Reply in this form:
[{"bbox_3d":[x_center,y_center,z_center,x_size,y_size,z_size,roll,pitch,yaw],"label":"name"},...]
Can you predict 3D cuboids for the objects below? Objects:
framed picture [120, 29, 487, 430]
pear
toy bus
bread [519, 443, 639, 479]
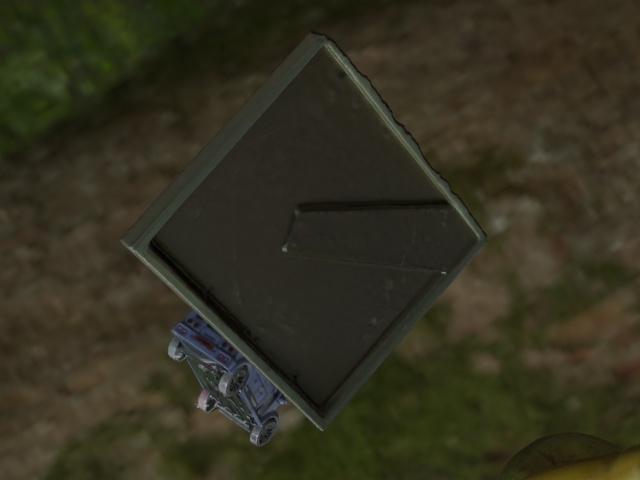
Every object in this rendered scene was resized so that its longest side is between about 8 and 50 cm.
[{"bbox_3d":[-0.001,0.000,1.347,0.018,0.192,0.265,38,172,43],"label":"framed picture"},{"bbox_3d":[0.250,0.269,1.936,0.167,0.167,0.137,49,161,51],"label":"pear"},{"bbox_3d":[-0.070,0.112,1.710,0.073,0.076,0.167,32,163,24],"label":"toy bus"},{"bbox_3d":[0.245,0.245,1.653,0.085,0.173,0.134,-6,-101,-56],"label":"bread"}]
